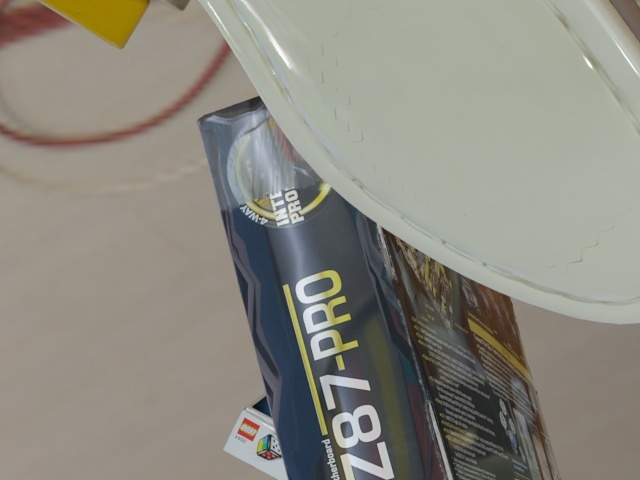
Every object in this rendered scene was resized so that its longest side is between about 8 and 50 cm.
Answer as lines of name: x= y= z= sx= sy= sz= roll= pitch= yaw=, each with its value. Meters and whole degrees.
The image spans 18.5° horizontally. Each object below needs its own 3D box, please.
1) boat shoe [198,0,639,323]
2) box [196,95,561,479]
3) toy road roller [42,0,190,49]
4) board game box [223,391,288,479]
boat shoe: x=0.004 y=-0.107 z=0.596 sx=0.324 sy=0.097 sz=0.116 roll=39 pitch=130 yaw=-6
box: x=0.065 y=0.106 z=1.174 sx=0.097 sy=0.318 sz=0.395 roll=-17 pitch=164 yaw=13
toy road roller: x=-0.204 y=-0.282 z=1.146 sx=0.329 sy=0.240 sz=0.202 roll=31 pitch=91 yaw=-39
board game box: x=0.034 y=0.204 z=1.985 sx=0.193 sy=0.305 sz=0.053 roll=28 pitch=102 yaw=9
